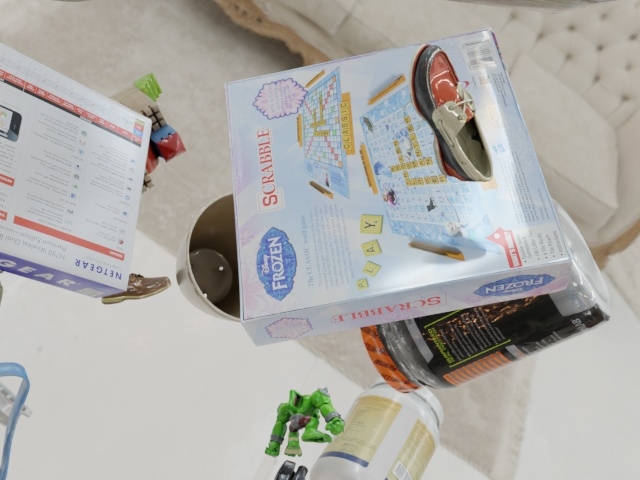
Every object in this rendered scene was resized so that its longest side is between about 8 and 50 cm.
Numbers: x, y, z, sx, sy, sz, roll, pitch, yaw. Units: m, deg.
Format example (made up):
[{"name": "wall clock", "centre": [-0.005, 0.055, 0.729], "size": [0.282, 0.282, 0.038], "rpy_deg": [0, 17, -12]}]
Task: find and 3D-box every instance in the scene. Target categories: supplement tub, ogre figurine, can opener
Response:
[{"name": "supplement tub", "centre": [0.141, 0.493, 1.826], "size": [0.228, 0.228, 0.316], "rpy_deg": [40, 50, 0]}, {"name": "supplement tub", "centre": [0.239, 0.094, 1.169], "size": [0.207, 0.338, 0.207], "rpy_deg": [45, 29, -33]}, {"name": "ogre figurine", "centre": [-0.035, 0.386, 1.665], "size": [0.097, 0.197, 0.118], "rpy_deg": [21, 47, -25]}, {"name": "can opener", "centre": [-0.077, 0.557, 1.631], "size": [0.073, 0.186, 0.059], "rpy_deg": [20, -4, 16]}]

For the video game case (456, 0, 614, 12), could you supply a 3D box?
[{"name": "video game case", "centre": [0.212, -0.357, 1.064], "size": [0.329, 0.036, 0.300], "rpy_deg": [7, 13, -1]}]

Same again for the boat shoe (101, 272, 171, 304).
[{"name": "boat shoe", "centre": [-0.459, 0.111, 1.912], "size": [0.178, 0.060, 0.064], "rpy_deg": [-11, 16, 1]}]

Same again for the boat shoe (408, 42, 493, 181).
[{"name": "boat shoe", "centre": [0.112, -0.104, 0.651], "size": [0.049, 0.137, 0.043], "rpy_deg": [-44, 42, -21]}]

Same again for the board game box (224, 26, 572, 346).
[{"name": "board game box", "centre": [0.064, -0.067, 0.831], "size": [0.318, 0.066, 0.319], "rpy_deg": [-10, 57, 4]}]

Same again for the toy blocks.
[{"name": "toy blocks", "centre": [-0.423, -0.160, 1.511], "size": [0.381, 0.191, 0.261], "rpy_deg": [-34, 41, -16]}]

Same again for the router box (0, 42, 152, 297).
[{"name": "router box", "centre": [-0.422, -0.103, 1.139], "size": [0.335, 0.082, 0.301], "rpy_deg": [26, 60, -44]}]

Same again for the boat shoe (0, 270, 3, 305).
[{"name": "boat shoe", "centre": [-0.555, 0.088, 1.219], "size": [0.104, 0.285, 0.089], "rpy_deg": [17, 45, -11]}]

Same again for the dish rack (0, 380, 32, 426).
[{"name": "dish rack", "centre": [-0.735, 0.266, 1.582], "size": [0.333, 0.285, 0.072], "rpy_deg": [45, 70, -7]}]

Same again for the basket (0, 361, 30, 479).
[{"name": "basket", "centre": [-0.546, 0.268, 1.012], "size": [0.289, 0.255, 0.201], "rpy_deg": [-3, 38, -38]}]

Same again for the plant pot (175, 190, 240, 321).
[{"name": "plant pot", "centre": [-0.191, 0.053, 1.586], "size": [0.256, 0.274, 0.256], "rpy_deg": [6, 77, -26]}]
